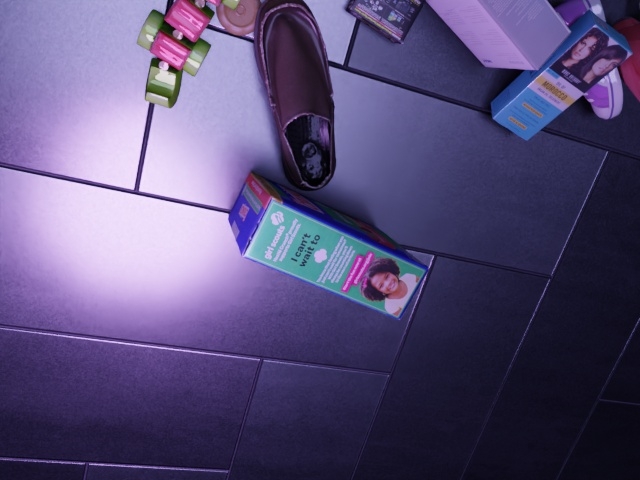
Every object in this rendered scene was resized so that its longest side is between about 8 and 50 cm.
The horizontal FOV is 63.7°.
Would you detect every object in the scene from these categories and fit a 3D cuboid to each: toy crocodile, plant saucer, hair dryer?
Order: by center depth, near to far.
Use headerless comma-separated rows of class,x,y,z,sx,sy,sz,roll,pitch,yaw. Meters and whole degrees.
toy crocodile,-0.210,-0.379,0.850,0.115,0.105,0.340,28,115,-22
plant saucer,-0.144,-0.410,0.919,0.084,0.015,0.083,-4,112,-11
hair dryer,0.673,-0.401,0.994,0.080,0.224,0.293,4,107,-48

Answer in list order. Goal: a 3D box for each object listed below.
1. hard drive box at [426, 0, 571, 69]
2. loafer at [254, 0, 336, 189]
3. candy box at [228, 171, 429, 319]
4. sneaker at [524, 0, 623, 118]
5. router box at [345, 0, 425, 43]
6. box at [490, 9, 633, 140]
hard drive box,0.302,-0.420,0.929,0.232,0.181,0.089,38,98,-24
loafer,-0.025,-0.256,0.943,0.134,0.130,0.365,-16,114,-7
candy box,0.000,0.000,0.974,0.317,0.268,0.122,22,100,-20
sneaker,0.513,-0.349,1.067,0.161,0.102,0.282,-26,121,19
router box,0.122,-0.438,0.957,0.123,0.038,0.092,25,103,-20
box,0.458,-0.311,1.003,0.101,0.060,0.244,26,137,-17
